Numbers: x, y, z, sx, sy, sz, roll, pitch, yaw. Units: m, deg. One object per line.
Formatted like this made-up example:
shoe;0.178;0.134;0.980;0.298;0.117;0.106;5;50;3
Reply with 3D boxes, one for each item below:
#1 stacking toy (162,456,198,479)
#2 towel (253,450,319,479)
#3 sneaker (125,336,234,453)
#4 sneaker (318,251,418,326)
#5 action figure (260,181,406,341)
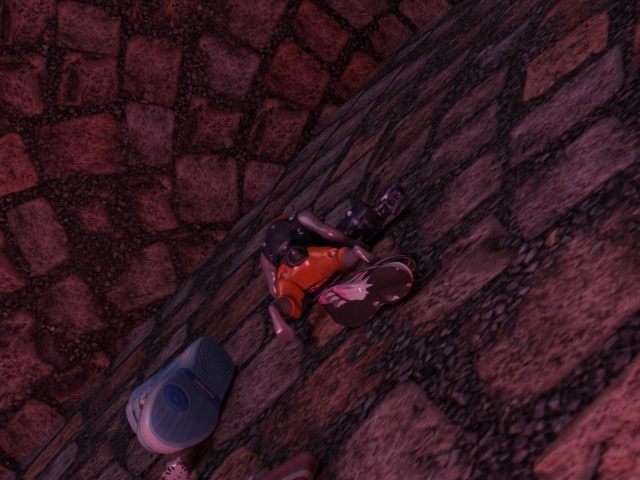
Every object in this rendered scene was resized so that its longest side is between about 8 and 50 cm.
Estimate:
stacking toy;-0.256;0.426;1.151;0.221;0.052;0.167;-47;13;-1
towel;-0.113;0.333;0.803;0.237;0.037;0.329;-32;3;6
sneaker;-0.278;0.312;1.418;0.208;0.127;0.319;-39;5;19
sneaker;0.079;0.070;1.191;0.178;0.072;0.077;-24;12;40
action figure;0.000;0.000;1.397;0.341;0.178;0.330;-47;22;3
